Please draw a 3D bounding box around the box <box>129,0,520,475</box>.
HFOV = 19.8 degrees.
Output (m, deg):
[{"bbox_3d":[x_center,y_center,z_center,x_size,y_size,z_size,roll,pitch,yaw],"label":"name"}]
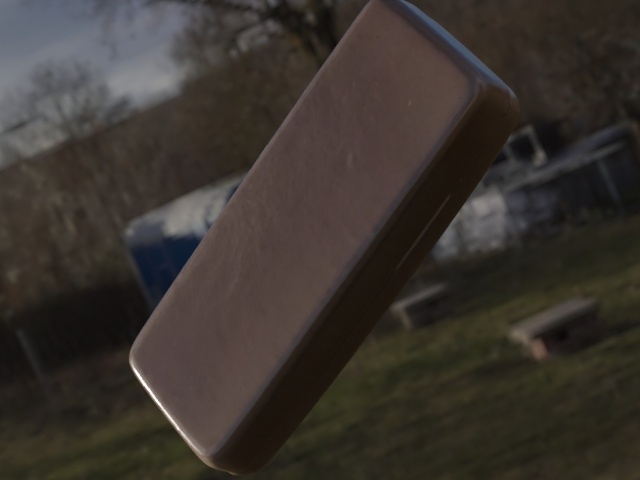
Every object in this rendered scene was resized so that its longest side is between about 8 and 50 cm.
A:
[{"bbox_3d":[0.000,0.000,0.434,0.025,0.048,0.115,17,-68,-50],"label":"box"}]
